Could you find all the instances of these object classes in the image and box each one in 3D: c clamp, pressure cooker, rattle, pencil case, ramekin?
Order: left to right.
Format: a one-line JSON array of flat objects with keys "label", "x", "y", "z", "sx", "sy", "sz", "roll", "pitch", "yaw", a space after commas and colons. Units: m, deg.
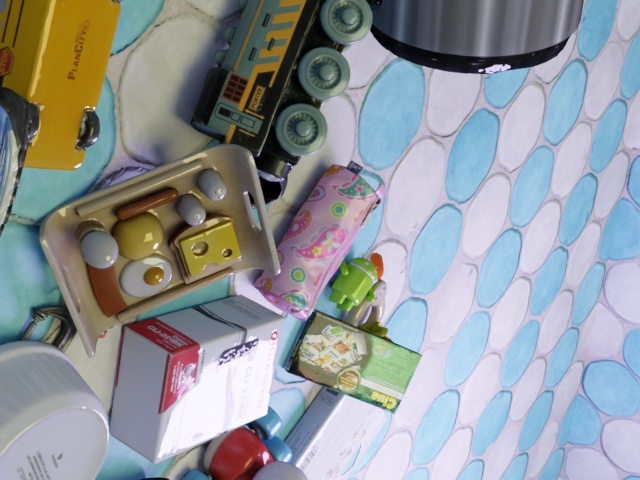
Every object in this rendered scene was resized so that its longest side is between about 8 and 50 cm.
[{"label": "ramekin", "x": -0.405, "y": 0.279, "z": 1.322, "sx": 0.273, "sy": 0.127, "sz": 0.273, "roll": -38, "pitch": 144, "yaw": -34}, {"label": "c clamp", "x": -0.403, "y": 0.154, "z": 1.363, "sx": 0.161, "sy": 0.022, "sz": 0.137, "roll": -57, "pitch": 146, "yaw": -13}, {"label": "pencil case", "x": 0.000, "y": 0.000, "z": 1.750, "sx": 0.284, "sy": 0.124, "sz": 0.124, "roll": -57, "pitch": 147, "yaw": -12}, {"label": "rattle", "x": 0.130, "y": 0.145, "z": 2.019, "sx": 0.130, "sy": 0.143, "sz": 0.200, "roll": 7, "pitch": 110, "yaw": -42}, {"label": "pressure cooker", "x": 0.248, "y": -0.518, "z": 1.534, "sx": 0.375, "sy": 0.370, "sz": 0.420, "roll": -40, "pitch": 143, "yaw": -40}]

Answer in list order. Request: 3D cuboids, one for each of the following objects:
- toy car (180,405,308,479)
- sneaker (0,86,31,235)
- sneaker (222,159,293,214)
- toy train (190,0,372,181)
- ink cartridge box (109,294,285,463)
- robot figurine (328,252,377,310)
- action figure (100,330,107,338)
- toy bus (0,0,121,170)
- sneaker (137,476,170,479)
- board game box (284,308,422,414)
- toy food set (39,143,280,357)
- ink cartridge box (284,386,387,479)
[{"label": "toy car", "x": -0.093, "y": 0.461, "z": 1.809, "sx": 0.219, "sy": 0.238, "sz": 0.210, "roll": -44, "pitch": 142, "yaw": -29}, {"label": "sneaker", "x": -0.419, "y": -0.033, "z": 1.046, "sx": 0.147, "sy": 0.130, "sz": 0.330, "roll": 29, "pitch": 115, "yaw": -25}, {"label": "sneaker", "x": -0.084, "y": -0.105, "z": 1.554, "sx": 0.283, "sy": 0.124, "sz": 0.107, "roll": -35, "pitch": 137, "yaw": -39}, {"label": "toy train", "x": -0.056, "y": -0.260, "z": 1.446, "sx": 0.142, "sy": 0.190, "sz": 0.334, "roll": -167, "pitch": -82, "yaw": -78}, {"label": "ink cartridge box", "x": -0.196, "y": 0.218, "z": 1.616, "sx": 0.273, "sy": 0.114, "sz": 0.197, "roll": -15, "pitch": 122, "yaw": -52}, {"label": "robot figurine", "x": 0.066, "y": 0.083, "z": 1.946, "sx": 0.101, "sy": 0.067, "sz": 0.115, "roll": 45, "pitch": 72, "yaw": -25}, {"label": "action figure", "x": -0.298, "y": 0.097, "z": 1.473, "sx": 0.115, "sy": 0.030, "sz": 0.038, "roll": -55, "pitch": 150, "yaw": -11}, {"label": "toy bus", "x": -0.308, "y": -0.254, "z": 1.131, "sx": 0.108, "sy": 0.130, "sz": 0.333, "roll": -2, "pitch": 112, "yaw": -56}, {"label": "sneaker", "x": -0.315, "y": 0.455, "z": 1.603, "sx": 0.234, "sy": 0.084, "sz": 0.097, "roll": -3, "pitch": 88, "yaw": -54}, {"label": "board game box", "x": 0.068, "y": 0.242, "z": 1.962, "sx": 0.259, "sy": 0.030, "sz": 0.136, "roll": 25, "pitch": 88, "yaw": -23}, {"label": "toy food set", "x": -0.215, "y": 0.018, "z": 1.381, "sx": 0.306, "sy": 0.092, "sz": 0.220, "roll": -23, "pitch": 127, "yaw": -14}, {"label": "ink cartridge box", "x": 0.025, "y": 0.428, "z": 2.123, "sx": 0.275, "sy": 0.060, "sz": 0.239, "roll": -53, "pitch": 146, "yaw": -20}]
